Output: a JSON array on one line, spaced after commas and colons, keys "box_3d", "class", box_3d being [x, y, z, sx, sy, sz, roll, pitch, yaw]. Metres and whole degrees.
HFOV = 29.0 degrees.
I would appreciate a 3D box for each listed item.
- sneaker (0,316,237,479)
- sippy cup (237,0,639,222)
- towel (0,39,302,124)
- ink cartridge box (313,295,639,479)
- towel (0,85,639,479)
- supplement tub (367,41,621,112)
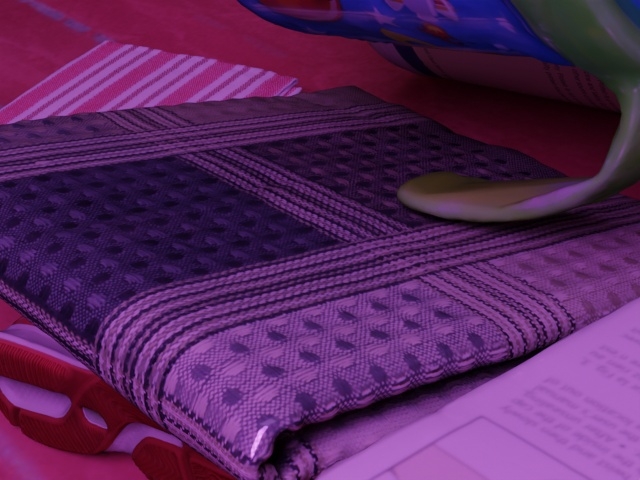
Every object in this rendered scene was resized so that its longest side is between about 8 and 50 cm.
[{"box_3d": [-0.044, 0.049, 0.564, 0.221, 0.087, 0.128, 17, 44, 30], "class": "sneaker"}, {"box_3d": [0.059, -0.180, 0.532, 0.224, 0.240, 0.305, 5, 68, 43], "class": "sippy cup"}, {"box_3d": [-0.122, -0.076, 0.807, 0.197, 0.029, 0.144, 16, 43, 35], "class": "towel"}, {"box_3d": [0.182, 0.125, 0.341, 0.385, 0.091, 0.308, -23, 37, -37], "class": "ink cartridge box"}, {"box_3d": [0.000, 0.000, 0.590, 0.324, 0.056, 0.312, -13, 28, -40], "class": "towel"}, {"box_3d": [0.195, -0.185, 0.703, 0.325, 0.235, 0.235, 17, 43, 32], "class": "supplement tub"}]
